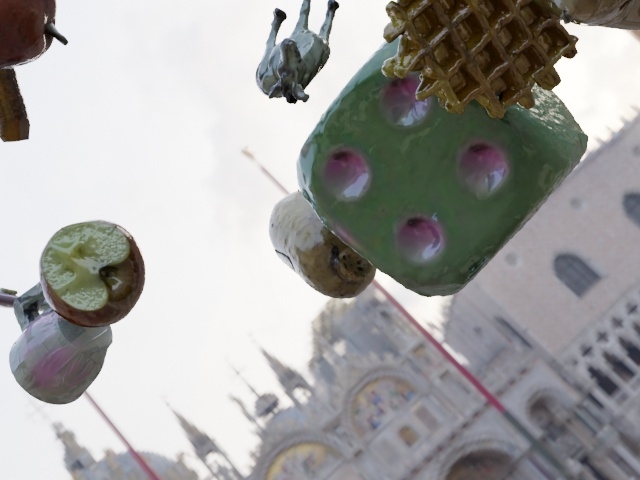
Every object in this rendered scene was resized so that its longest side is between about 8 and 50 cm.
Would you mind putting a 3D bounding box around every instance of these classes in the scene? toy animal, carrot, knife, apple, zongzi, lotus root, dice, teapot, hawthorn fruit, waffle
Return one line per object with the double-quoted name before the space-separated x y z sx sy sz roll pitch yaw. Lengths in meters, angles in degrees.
"toy animal" -0.037 -0.219 1.310 0.217 0.073 0.176 -30 38 65
"carrot" -0.600 -0.313 2.003 0.070 0.260 0.070 -11 8 2
"knife" -0.690 0.100 2.072 0.398 0.038 0.132 12 -17 -35
"apple" -0.397 0.059 1.883 0.160 0.173 0.195 57 -132 -64
"zongzi" 0.282 -0.288 1.142 0.197 0.194 0.099 3 -54 -43
"lotus root" 0.000 0.000 1.808 0.146 0.284 0.160 -37 -62 -10
"dice" 0.178 -0.127 1.596 0.330 0.322 0.318 -52 -6 25
"teapot" -0.476 0.178 2.010 0.163 0.222 0.178 23 -53 -34
"hawthorn fruit" -0.520 -0.357 1.669 0.224 0.260 0.224 -167 90 -79
"waffle" 0.196 -0.279 1.303 0.292 0.069 0.260 -4 -79 -23
